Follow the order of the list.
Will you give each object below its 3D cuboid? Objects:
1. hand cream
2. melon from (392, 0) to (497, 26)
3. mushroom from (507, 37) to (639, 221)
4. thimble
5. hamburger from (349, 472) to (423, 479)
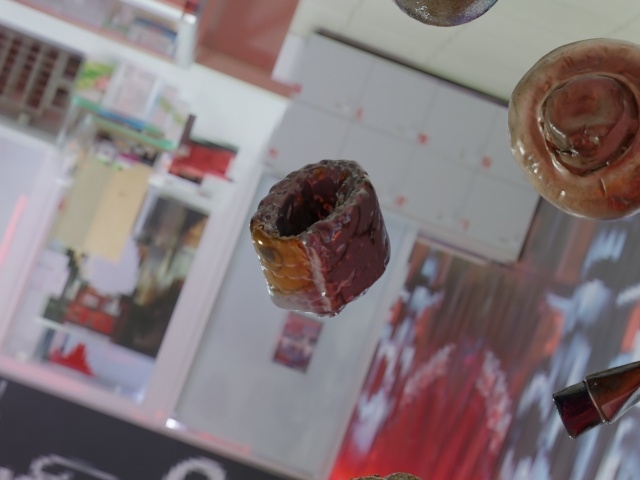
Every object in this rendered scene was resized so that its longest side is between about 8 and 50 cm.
[{"bbox_3d":[0.239,0.093,1.031,0.163,0.039,0.062,-19,155,9],"label":"hand cream"},{"bbox_3d":[0.080,-0.202,1.021,0.099,0.099,0.162,19,170,17],"label":"melon"},{"bbox_3d":[0.368,-0.146,1.956,0.254,0.255,0.184,18,168,24],"label":"mushroom"},{"bbox_3d":[0.003,-0.001,1.618,0.127,0.151,0.118,10,133,37],"label":"thimble"},{"bbox_3d":[0.057,0.337,1.672,0.113,0.177,0.185,-5,-134,-29],"label":"hamburger"}]
